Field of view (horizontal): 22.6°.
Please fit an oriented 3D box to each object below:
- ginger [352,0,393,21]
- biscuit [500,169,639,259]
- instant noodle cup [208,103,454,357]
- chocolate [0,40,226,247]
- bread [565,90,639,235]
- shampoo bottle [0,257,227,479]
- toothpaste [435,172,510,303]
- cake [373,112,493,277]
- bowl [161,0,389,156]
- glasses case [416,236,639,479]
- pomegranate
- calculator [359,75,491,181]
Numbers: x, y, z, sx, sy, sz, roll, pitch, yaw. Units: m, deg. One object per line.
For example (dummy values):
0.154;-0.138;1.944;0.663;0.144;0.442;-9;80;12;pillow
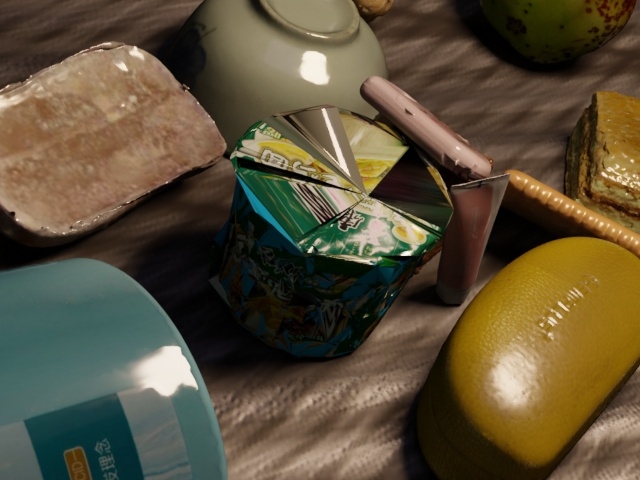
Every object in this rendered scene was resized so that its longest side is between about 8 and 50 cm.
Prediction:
-0.002;-0.323;2.082;0.204;0.104;0.080;-1;88;-24;ginger
0.317;-0.010;1.859;0.249;0.160;0.030;28;85;6;biscuit
0.000;0.000;1.662;0.240;0.178;0.240;13;42;-12;instant noodle cup
-0.254;-0.094;1.709;0.185;0.100;0.303;48;48;12;chocolate
0.384;-0.091;1.996;0.138;0.102;0.196;18;42;-2;bread
-0.289;0.198;1.205;0.342;0.331;0.331;-13;52;-37;shampoo bottle
0.156;-0.002;1.722;0.067;0.194;0.043;-12;54;-16;toothpaste
0.095;-0.062;1.804;0.147;0.135;0.134;36;39;9;cake
-0.036;-0.225;1.913;0.289;0.146;0.289;13;41;-11;bowl
0.232;0.114;1.676;0.173;0.141;0.371;36;42;15;glasses case
0.338;-0.334;2.185;0.214;0.214;0.248;53;15;30;pomegranate
0.111;-0.120;1.721;0.175;0.032;0.100;42;10;24;calculator
